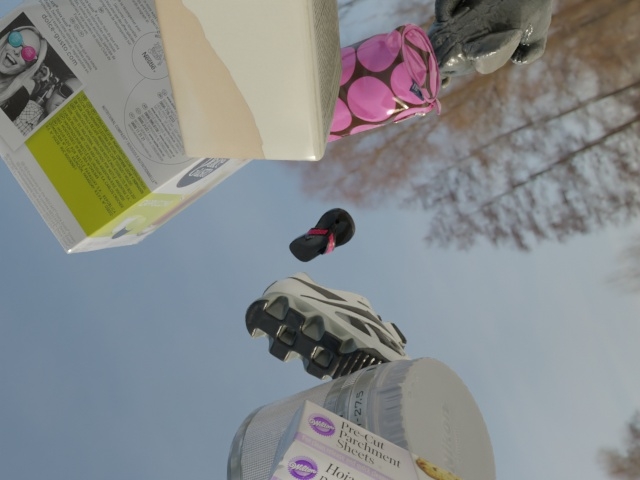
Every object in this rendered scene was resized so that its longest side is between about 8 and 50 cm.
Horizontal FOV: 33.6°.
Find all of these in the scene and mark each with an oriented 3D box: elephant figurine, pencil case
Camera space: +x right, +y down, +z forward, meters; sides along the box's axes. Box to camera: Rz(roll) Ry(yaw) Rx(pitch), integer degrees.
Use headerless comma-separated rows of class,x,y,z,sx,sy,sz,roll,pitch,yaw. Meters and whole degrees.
elephant figurine,0.212,-0.288,1.473,0.239,0.169,0.186,-32,-52,-39
pencil case,0.023,-0.153,1.135,0.098,0.209,0.095,61,-148,-25

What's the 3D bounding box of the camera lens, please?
camera lens,0.043,0.275,1.272,0.219,0.274,0.219,36,-139,-40

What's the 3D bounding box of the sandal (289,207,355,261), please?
sandal,0.000,0.000,1.912,0.067,0.179,0.040,47,-134,-6

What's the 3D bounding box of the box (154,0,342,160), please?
box,-0.058,-0.227,0.823,0.148,0.121,0.311,-77,-14,-49

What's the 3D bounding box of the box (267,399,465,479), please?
box,0.109,0.262,1.013,0.324,0.063,0.067,28,-152,-5

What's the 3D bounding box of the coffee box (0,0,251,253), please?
coffee box,-0.300,-0.215,1.656,0.338,0.334,0.337,56,-172,2

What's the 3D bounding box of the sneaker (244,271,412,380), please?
sneaker,0.068,0.150,1.471,0.330,0.122,0.146,37,-143,5
